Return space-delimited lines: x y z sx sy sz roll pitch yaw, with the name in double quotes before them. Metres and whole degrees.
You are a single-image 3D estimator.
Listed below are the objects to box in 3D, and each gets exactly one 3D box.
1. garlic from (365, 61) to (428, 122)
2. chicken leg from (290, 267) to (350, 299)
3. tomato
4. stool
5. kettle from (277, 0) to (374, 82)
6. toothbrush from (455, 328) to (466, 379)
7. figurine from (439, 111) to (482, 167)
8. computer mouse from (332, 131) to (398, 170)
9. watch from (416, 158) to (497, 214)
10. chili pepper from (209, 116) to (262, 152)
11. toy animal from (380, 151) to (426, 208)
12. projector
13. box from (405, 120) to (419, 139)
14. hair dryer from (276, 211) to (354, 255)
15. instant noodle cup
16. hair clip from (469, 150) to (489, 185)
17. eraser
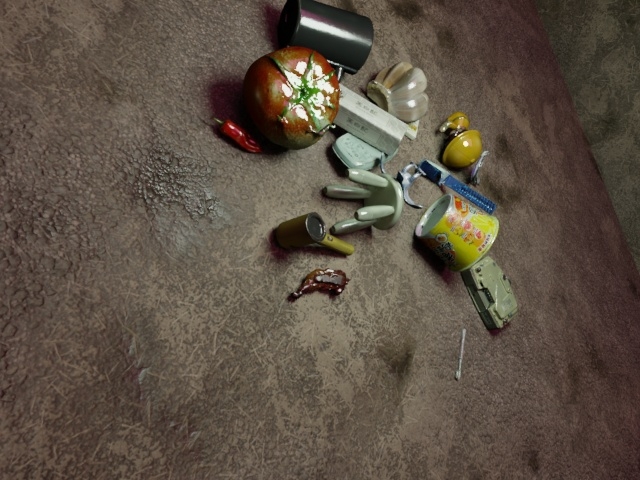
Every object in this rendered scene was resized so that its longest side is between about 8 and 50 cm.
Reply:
"garlic" 0.329 -0.606 1.761 0.291 0.237 0.210 -31 135 -25
"chicken leg" 0.004 0.130 1.335 0.219 0.048 0.090 -1 70 -34
"tomato" -0.090 -0.443 1.352 0.303 0.239 0.304 -4 98 -25
"stool" 0.145 -0.130 1.435 0.198 0.195 0.196 -2 74 -33
"kettle" 0.005 -0.730 1.593 0.307 0.262 0.203 2 37 -30
"toothbrush" 0.520 0.420 1.598 0.017 0.014 0.194 33 58 -20
"figurine" 0.610 -0.438 1.873 0.192 0.167 0.257 20 62 -41
"computer mouse" 0.167 -0.333 1.584 0.288 0.097 0.159 -31 77 -31
"watch" 0.526 -0.225 1.700 0.276 0.068 0.274 26 16 -18
"chili pepper" -0.254 -0.324 1.327 0.191 0.050 0.059 31 42 -30
"toy animal" 0.286 -0.193 1.518 0.239 0.176 0.255 50 23 16
"projector" 0.702 0.205 1.754 0.193 0.088 0.270 -23 87 -34
"box" 0.371 -0.546 1.839 0.122 0.032 0.221 28 60 -20
"hair dryer" 0.000 0.000 1.353 0.278 0.134 0.090 22 60 -45
"instant noodle cup" 0.499 -0.041 1.614 0.200 0.264 0.264 36 56 -9
"hair clip" 0.693 -0.308 1.891 0.049 0.172 0.116 20 66 17
"eraser" 0.111 -0.453 1.520 0.403 0.096 0.098 31 56 -1
